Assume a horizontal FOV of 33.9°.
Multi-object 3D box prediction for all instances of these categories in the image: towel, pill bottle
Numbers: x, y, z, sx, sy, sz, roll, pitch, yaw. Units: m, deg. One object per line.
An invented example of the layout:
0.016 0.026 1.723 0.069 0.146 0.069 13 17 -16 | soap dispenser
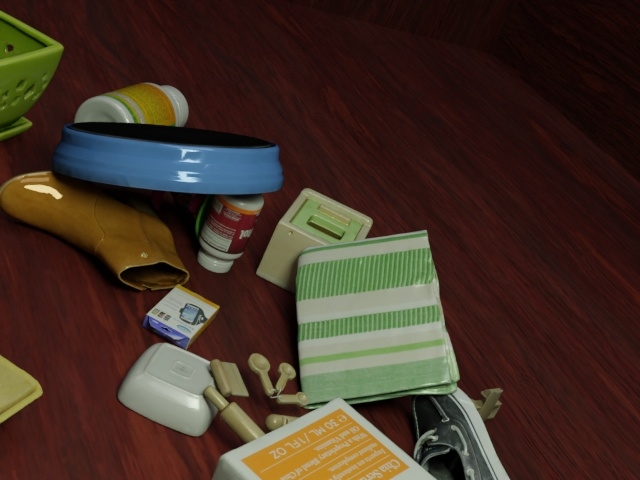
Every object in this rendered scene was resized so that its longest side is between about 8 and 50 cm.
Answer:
0.083 0.124 1.725 0.248 0.038 0.325 -7 48 2 | towel
-0.163 -0.022 1.853 0.086 0.152 0.086 20 27 -10 | pill bottle
-0.368 -0.241 2.101 0.136 0.136 0.245 31 27 12 | pill bottle

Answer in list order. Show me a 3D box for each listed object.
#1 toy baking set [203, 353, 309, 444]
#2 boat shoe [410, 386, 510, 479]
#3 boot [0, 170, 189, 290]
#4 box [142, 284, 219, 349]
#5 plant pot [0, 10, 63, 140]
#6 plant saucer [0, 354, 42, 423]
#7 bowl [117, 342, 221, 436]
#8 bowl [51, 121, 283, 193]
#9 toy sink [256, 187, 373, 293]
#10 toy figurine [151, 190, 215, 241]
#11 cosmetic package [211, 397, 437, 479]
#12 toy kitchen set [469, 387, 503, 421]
-0.051 0.254 1.515 0.256 0.030 0.197 47 32 13 | toy baking set
0.191 0.323 1.580 0.102 0.108 0.301 9 37 -31 | boat shoe
-0.366 -0.011 1.718 0.295 0.104 0.211 10 29 -36 | boot
-0.224 0.124 1.676 0.081 0.028 0.136 28 29 7 | box
-0.636 -0.292 1.893 0.228 0.207 0.227 30 27 10 | plant pot
-0.557 0.183 1.228 0.333 0.081 0.333 31 27 12 | plant saucer
-0.208 0.204 1.514 0.142 0.053 0.142 24 26 1 | bowl
-0.256 -0.146 1.791 0.391 0.077 0.391 6 9 -1 | bowl
0.000 0.000 1.973 0.153 0.131 0.234 27 26 4 | toy sink
-0.239 -0.078 1.963 0.159 0.130 0.173 26 3 24 | toy figurine
0.088 0.409 1.237 0.453 0.161 0.230 37 33 27 | cosmetic package
0.260 0.259 1.787 0.083 0.068 0.075 1 35 -40 | toy kitchen set
